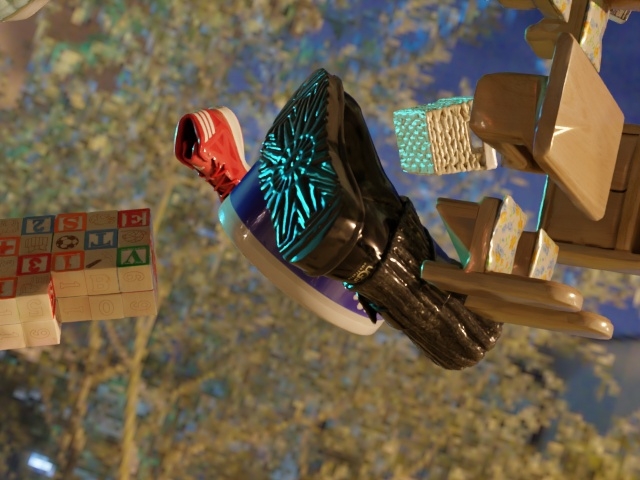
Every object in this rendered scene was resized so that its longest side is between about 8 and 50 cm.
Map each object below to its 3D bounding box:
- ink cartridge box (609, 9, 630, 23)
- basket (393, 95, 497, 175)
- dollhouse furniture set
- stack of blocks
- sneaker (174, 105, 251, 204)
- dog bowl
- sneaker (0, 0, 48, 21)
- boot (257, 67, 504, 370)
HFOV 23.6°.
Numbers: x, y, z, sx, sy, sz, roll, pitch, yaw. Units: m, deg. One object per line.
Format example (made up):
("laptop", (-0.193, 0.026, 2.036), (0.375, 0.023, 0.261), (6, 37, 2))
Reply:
("ink cartridge box", (0.393, -0.351, 2.223), (0.115, 0.029, 0.063), (26, 6, 3))
("basket", (0.188, -0.158, 2.364), (0.103, 0.113, 0.167), (-12, 7, -14))
("dollhouse furniture set", (0.313, -0.077, 1.522), (0.256, 0.362, 0.394), (9, -11, 25))
("stack of blocks", (-0.364, 0.051, 1.995), (0.297, 0.171, 0.087), (-5, -52, -3))
("sneaker", (-0.149, -0.084, 2.201), (0.087, 0.221, 0.128), (-30, -8, 31))
("dog bowl", (0.000, 0.000, 2.014), (0.265, 0.104, 0.265), (36, 14, -10))
("sneaker", (-0.391, -0.353, 1.902), (0.150, 0.135, 0.366), (-17, -9, -35))
("boot", (0.068, -0.022, 1.732), (0.260, 0.348, 0.131), (31, -59, -28))
